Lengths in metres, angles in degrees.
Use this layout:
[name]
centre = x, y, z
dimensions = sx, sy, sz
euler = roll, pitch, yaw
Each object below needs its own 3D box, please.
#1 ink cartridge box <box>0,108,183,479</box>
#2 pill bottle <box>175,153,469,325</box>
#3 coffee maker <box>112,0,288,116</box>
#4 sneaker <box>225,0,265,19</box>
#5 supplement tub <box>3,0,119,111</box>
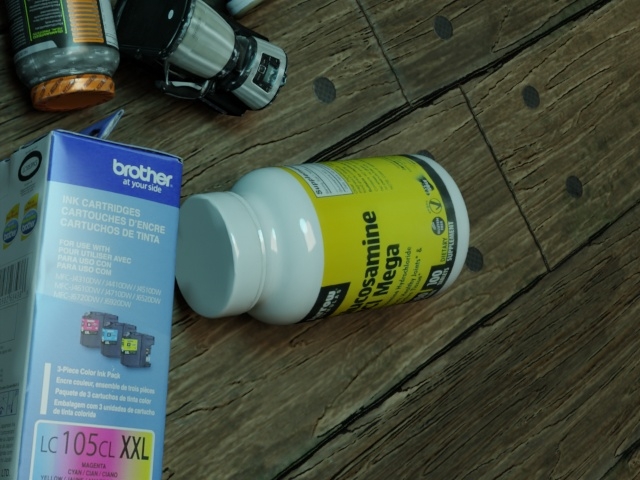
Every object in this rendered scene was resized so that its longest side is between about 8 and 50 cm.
[ink cartridge box]
centre = -0.267, 0.059, 1.209
dimensions = 0.151, 0.270, 0.395
euler = 11, 74, -35
[pill bottle]
centre = 0.000, 0.000, 1.461
dimensions = 0.334, 0.188, 0.188
euler = -8, 85, -36
[coffee maker]
centre = -0.149, -0.234, 1.442
dimensions = 0.120, 0.171, 0.178
euler = -53, 139, 9
[sneaker]
centre = -0.086, -0.394, 1.521
dimensions = 0.153, 0.099, 0.282
euler = 49, 39, -18
[supplement tub]
centre = -0.289, -0.246, 1.357
dimensions = 0.117, 0.117, 0.190
euler = -6, 84, -36
